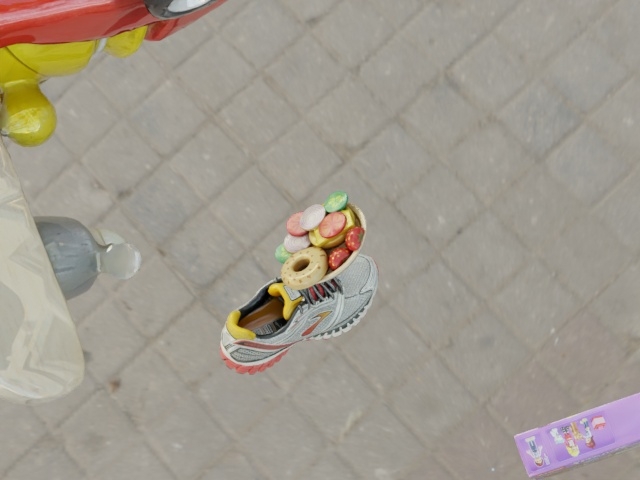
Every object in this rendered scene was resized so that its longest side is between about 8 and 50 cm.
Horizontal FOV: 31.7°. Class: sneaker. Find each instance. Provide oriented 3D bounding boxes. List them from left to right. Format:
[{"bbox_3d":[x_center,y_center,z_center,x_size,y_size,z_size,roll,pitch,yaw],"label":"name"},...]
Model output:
[{"bbox_3d":[-0.020,0.082,1.385,0.225,0.093,0.088,-31,63,-20],"label":"sneaker"}]

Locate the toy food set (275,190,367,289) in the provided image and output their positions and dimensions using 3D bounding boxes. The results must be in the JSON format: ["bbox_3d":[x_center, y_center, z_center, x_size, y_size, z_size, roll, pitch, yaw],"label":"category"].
[{"bbox_3d":[0.000,0.000,0.921,0.083,0.020,0.083,-32,42,14],"label":"toy food set"}]

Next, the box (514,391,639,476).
[{"bbox_3d":[0.398,0.235,1.445,0.293,0.201,0.057,-20,73,6],"label":"box"}]

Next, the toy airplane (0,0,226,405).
[{"bbox_3d":[-0.260,-0.130,0.732,0.384,0.272,0.386,23,74,-7],"label":"toy airplane"}]
